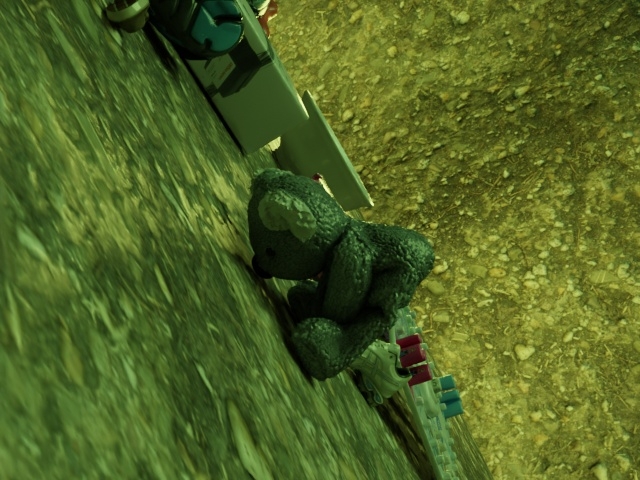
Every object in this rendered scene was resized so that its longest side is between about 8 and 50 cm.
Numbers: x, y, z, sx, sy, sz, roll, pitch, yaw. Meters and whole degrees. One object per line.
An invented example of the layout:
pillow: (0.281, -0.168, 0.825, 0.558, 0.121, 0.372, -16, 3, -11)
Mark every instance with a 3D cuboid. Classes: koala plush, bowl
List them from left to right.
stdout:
bowl: (-0.011, -0.172, 2.226, 0.298, 0.134, 0.298, 59, 6, -9)
koala plush: (-0.001, 0.007, 1.201, 0.221, 0.203, 0.196, 47, 8, -13)

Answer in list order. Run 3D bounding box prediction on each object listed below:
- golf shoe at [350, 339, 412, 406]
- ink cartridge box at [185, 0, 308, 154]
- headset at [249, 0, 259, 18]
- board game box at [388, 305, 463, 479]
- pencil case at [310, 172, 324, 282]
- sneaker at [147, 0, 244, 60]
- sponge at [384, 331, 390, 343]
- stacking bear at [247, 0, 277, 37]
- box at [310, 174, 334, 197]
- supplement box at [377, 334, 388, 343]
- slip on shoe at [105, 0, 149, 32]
golf shoe: (0.072, 0.162, 1.496, 0.176, 0.086, 0.069, 55, 9, -32)
ink cartridge box: (-0.158, -0.330, 1.693, 0.307, 0.129, 0.223, 58, 5, -28)
headset: (-0.279, -0.552, 1.939, 0.394, 0.185, 0.243, 45, 3, -7)
board game box: (0.195, 0.247, 1.780, 0.390, 0.050, 0.390, -87, 159, -63)
pencil case: (0.000, 0.000, 1.608, 0.209, 0.098, 0.095, 63, 6, 15)
sneaker: (-0.251, -0.392, 1.410, 0.341, 0.125, 0.139, 56, -21, -14)
sponge: (0.127, 0.171, 2.262, 0.210, 0.031, 0.117, 54, 8, -53)
stacking bear: (-0.174, -0.645, 2.389, 0.289, 0.164, 0.175, 103, -1, -47)
box: (0.001, -0.020, 1.760, 0.171, 0.091, 0.130, 61, 5, -2)
supplement box: (0.095, 0.201, 1.654, 0.083, 0.056, 0.083, 62, 5, 11)
slip on shoe: (-0.225, -0.267, 1.195, 0.135, 0.051, 0.041, -122, -167, -69)
